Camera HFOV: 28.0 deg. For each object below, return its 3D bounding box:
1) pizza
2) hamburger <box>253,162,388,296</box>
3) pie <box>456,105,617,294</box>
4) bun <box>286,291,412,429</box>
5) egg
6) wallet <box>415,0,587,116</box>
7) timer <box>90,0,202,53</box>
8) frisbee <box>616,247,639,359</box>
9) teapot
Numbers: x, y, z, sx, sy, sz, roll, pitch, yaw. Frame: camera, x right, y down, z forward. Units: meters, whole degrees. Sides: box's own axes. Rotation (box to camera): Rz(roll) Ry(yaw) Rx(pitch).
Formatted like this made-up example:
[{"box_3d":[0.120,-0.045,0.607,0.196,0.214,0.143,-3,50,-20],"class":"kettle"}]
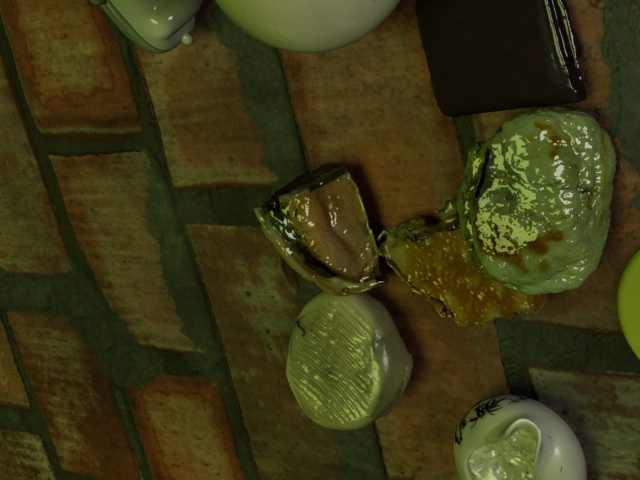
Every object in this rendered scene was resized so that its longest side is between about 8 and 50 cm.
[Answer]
[{"box_3d":[0.202,0.030,1.840,0.297,0.071,0.189,-7,108,46],"class":"pizza"},{"box_3d":[0.000,0.000,1.964,0.208,0.155,0.135,62,159,-16],"class":"hamburger"},{"box_3d":[0.273,-0.049,1.653,0.201,0.090,0.248,6,104,11],"class":"pie"},{"box_3d":[0.052,0.190,2.040,0.210,0.116,0.237,32,116,31],"class":"bun"},{"box_3d":[-0.019,-0.377,1.635,0.283,0.345,0.283,1,107,3],"class":"egg"},{"box_3d":[0.229,-0.254,1.675,0.229,0.049,0.182,-4,110,46],"class":"wallet"},{"box_3d":[-0.297,-0.427,1.955,0.290,0.291,0.315,1,136,43],"class":"timer"},{"box_3d":[0.486,0.102,1.654,0.236,0.017,0.236,23,127,34],"class":"frisbee"},{"box_3d":[0.281,0.346,1.889,0.208,0.166,0.300,30,121,13],"class":"teapot"}]
